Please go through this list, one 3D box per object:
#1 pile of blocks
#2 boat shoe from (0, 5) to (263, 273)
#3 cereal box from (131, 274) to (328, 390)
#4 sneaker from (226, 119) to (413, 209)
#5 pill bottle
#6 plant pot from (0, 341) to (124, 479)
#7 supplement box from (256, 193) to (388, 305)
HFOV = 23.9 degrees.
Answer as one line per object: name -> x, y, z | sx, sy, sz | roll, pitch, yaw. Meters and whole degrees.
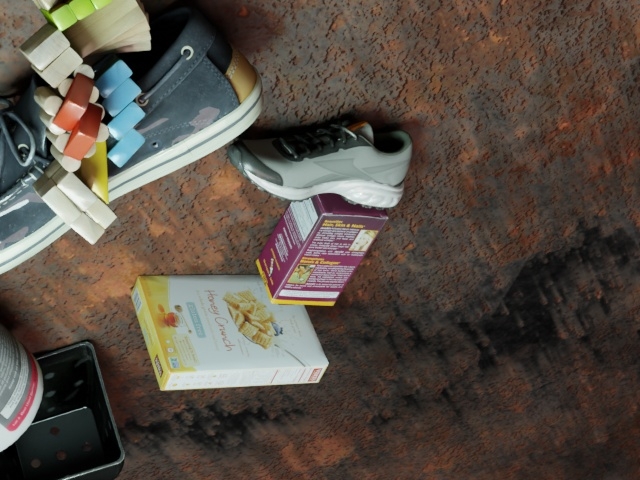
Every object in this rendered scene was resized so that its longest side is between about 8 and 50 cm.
pile of blocks -> -0.233, -0.170, 1.541 | 0.149, 0.112, 0.362 | -10, 106, -16
boat shoe -> -0.307, -0.104, 1.701 | 0.500, 0.187, 0.156 | -29, 124, 0
cereal box -> -0.126, 0.123, 2.086 | 0.240, 0.173, 0.047 | -1, 137, -28
sneaker -> 0.001, -0.111, 1.938 | 0.271, 0.100, 0.108 | 2, 123, -34
pill bottle -> -0.496, 0.138, 1.905 | 0.176, 0.176, 0.318 | -26, 144, 4
plant pot -> -0.383, 0.283, 2.157 | 0.188, 0.187, 0.167 | -17, 155, -9
supplement box -> 0.000, 0.000, 2.073 | 0.104, 0.081, 0.188 | 3, 137, -30
